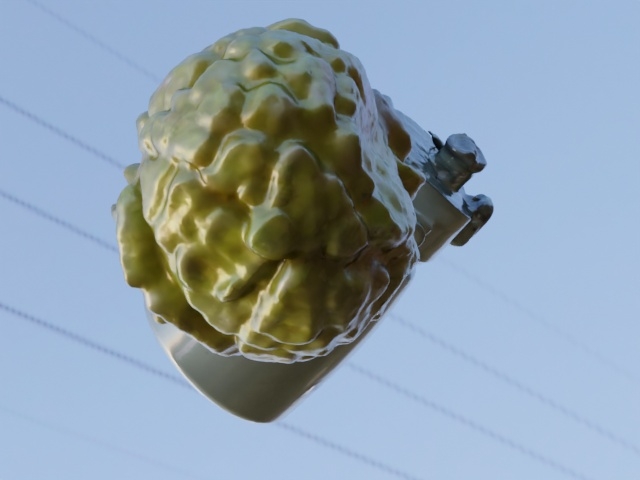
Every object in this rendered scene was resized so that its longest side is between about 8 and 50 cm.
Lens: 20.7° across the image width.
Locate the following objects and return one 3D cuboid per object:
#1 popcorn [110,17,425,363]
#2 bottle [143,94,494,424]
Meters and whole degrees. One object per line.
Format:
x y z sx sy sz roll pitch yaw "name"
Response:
-0.038 -0.029 1.242 0.212 0.259 0.259 -16 -38 10 "popcorn"
0.000 0.000 1.748 0.351 0.229 0.229 -43 -38 22 "bottle"
